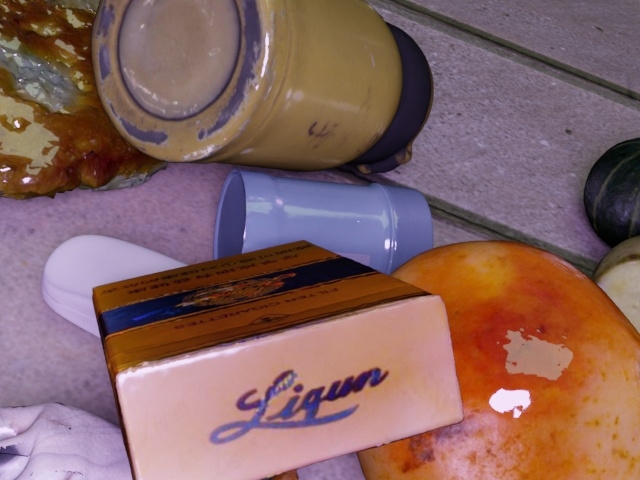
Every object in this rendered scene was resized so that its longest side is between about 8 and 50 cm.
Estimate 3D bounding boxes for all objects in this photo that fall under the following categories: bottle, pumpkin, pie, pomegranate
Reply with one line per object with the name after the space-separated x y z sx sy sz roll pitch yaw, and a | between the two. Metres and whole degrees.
-0.020 -0.143 0.806 0.171 0.172 0.351 40 19 23 | bottle
0.351 -0.040 0.942 0.167 0.125 0.167 16 13 -4 | pumpkin
-0.270 -0.159 0.803 0.288 0.103 0.355 2 49 -25 | pie
0.117 0.101 0.595 0.209 0.209 0.209 13 38 -11 | pomegranate

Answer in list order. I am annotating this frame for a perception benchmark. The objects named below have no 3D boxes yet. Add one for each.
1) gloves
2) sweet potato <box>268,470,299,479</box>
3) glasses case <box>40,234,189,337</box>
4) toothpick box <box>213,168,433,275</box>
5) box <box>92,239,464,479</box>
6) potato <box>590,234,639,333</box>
-0.156 0.139 0.497 0.212 0.111 0.128 15 40 -19 | gloves
-0.038 0.175 0.568 0.034 0.034 0.095 31 49 13 | sweet potato
-0.105 0.052 0.668 0.193 0.049 0.074 24 38 1 | glasses case
0.000 0.000 0.743 0.153 0.101 0.101 5 40 -19 | toothpick box
-0.042 0.056 0.514 0.152 0.070 0.237 -12 11 -15 | box
0.371 0.074 0.808 0.298 0.141 0.176 10 25 -4 | potato
